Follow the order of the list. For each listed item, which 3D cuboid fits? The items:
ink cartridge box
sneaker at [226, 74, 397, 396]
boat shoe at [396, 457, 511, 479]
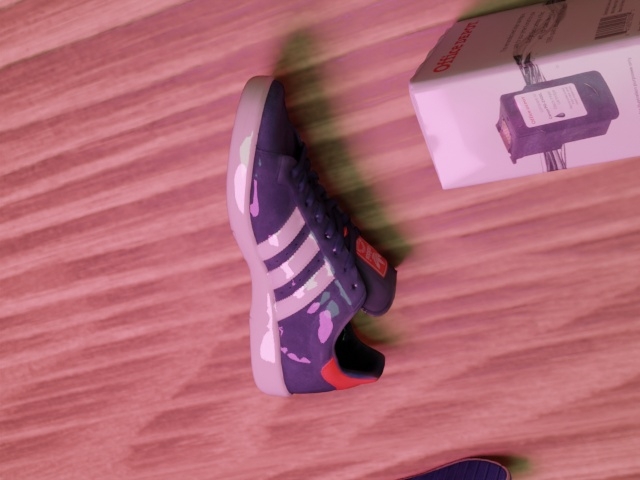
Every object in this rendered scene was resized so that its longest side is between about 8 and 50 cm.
[{"bbox_3d":[0.213,-0.136,0.984,0.237,0.172,0.100,-9,113,24],"label":"ink cartridge box"},{"bbox_3d":[0.000,0.000,1.172,0.148,0.131,0.350,0,123,12],"label":"sneaker"},{"bbox_3d":[0.140,0.290,1.307,0.183,0.066,0.066,-19,114,38],"label":"boat shoe"}]
